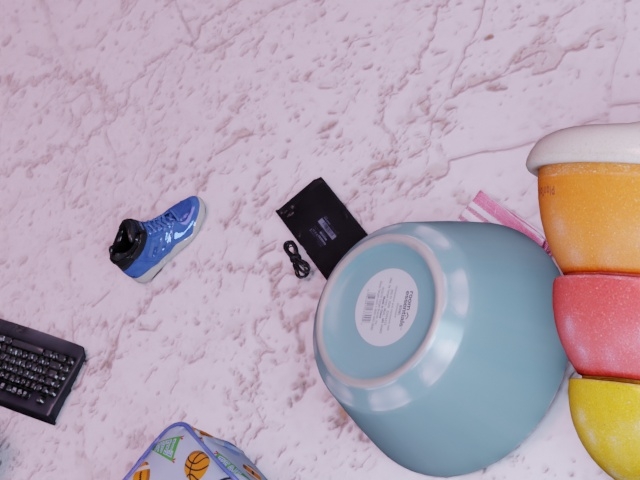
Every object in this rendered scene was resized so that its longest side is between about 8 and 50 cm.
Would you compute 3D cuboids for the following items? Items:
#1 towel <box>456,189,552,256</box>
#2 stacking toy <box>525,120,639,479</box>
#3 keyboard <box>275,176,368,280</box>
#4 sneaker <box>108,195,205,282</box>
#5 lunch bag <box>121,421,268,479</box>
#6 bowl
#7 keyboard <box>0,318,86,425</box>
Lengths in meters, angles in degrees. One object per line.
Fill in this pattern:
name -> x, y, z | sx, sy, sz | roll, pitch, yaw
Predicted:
towel -> 0.177, 0.045, 1.844 | 0.197, 0.029, 0.144 | -51, 45, 1
stacking toy -> 0.355, 0.133, 1.527 | 0.350, 0.350, 0.480 | 6, 87, 39
keyboard -> 0.000, 0.000, 2.013 | 0.108, 0.023, 0.180 | -40, 46, 3
sneaker -> -0.236, -0.015, 2.156 | 0.152, 0.084, 0.058 | -46, 46, 5
lunch bag -> -0.152, 0.380, 1.836 | 0.243, 0.115, 0.303 | -52, 46, 3
bowl -> 0.111, 0.102, 1.738 | 0.311, 0.163, 0.311 | -18, 61, 36
keyboard -> -0.489, 0.214, 2.250 | 0.317, 0.033, 0.201 | 11, 72, 42
